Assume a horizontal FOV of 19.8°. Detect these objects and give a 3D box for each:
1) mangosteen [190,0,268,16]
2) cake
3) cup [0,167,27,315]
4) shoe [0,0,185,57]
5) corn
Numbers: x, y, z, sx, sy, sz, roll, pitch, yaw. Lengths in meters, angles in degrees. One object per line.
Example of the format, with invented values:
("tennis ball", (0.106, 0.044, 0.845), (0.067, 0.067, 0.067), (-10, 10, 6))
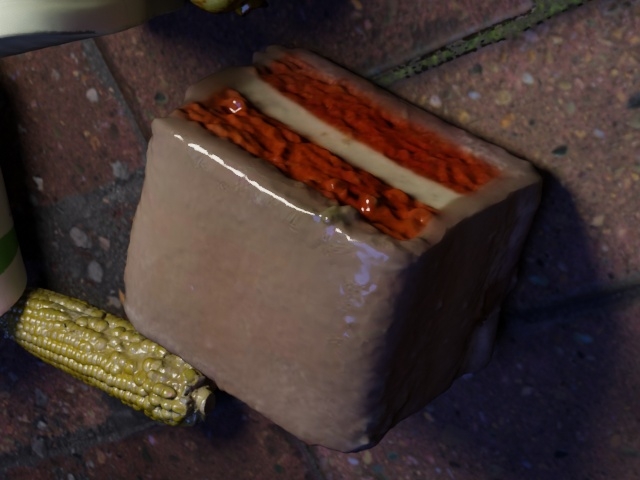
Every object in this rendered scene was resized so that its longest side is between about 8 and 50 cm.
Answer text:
("mangosteen", (-0.084, -0.280, 1.548), (0.200, 0.200, 0.199), (19, 125, 30))
("cake", (0.000, 0.000, 1.598), (0.309, 0.237, 0.230), (28, 126, 27))
("cup", (-0.439, -0.046, 1.932), (0.253, 0.253, 0.274), (8, 127, 35))
("shoe", (-0.218, -0.250, 1.565), (0.132, 0.363, 0.160), (-12, 99, 17))
("corn", (-0.223, 0.119, 1.946), (0.288, 0.086, 0.086), (22, 126, 30))
